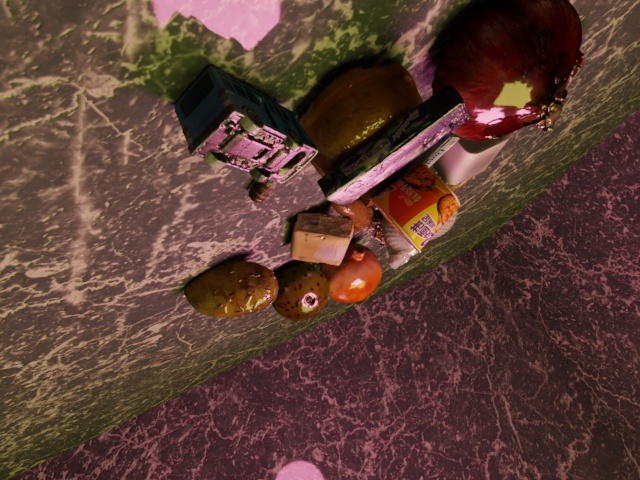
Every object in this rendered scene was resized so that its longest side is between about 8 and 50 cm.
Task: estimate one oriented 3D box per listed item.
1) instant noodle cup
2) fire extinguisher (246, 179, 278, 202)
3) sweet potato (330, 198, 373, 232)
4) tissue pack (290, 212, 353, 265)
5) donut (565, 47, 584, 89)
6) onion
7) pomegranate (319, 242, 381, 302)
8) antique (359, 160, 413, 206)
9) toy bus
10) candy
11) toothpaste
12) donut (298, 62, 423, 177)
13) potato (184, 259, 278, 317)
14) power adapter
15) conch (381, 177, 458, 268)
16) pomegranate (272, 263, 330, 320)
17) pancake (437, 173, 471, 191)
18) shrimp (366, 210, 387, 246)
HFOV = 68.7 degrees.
[{"bbox_3d":[0.267,-0.098,1.293,0.174,0.213,0.213,-43,161,5],"label":"instant noodle cup"},{"bbox_3d":[-0.110,-0.151,1.093,0.064,0.043,0.158,32,125,-22],"label":"fire extinguisher"},{"bbox_3d":[0.116,-0.091,1.538,0.114,0.092,0.341,-9,165,11],"label":"sweet potato"},{"bbox_3d":[0.000,0.000,1.500,0.186,0.090,0.222,8,153,-5],"label":"tissue pack"},{"bbox_3d":[0.621,-0.457,1.333,0.269,0.103,0.270,-27,160,-11],"label":"donut"},{"bbox_3d":[0.427,-0.352,1.022,0.347,0.285,0.348,-24,150,-15],"label":"onion"},{"bbox_3d":[0.125,0.122,1.906,0.252,0.229,0.270,-15,149,-20],"label":"pomegranate"},{"bbox_3d":[0.187,-0.221,1.291,0.087,0.093,0.310,-21,159,-28],"label":"antique"},{"bbox_3d":[-0.122,-0.192,0.818,0.116,0.134,0.234,-38,155,23],"label":"toy bus"},{"bbox_3d":[0.138,-0.175,0.906,0.312,0.061,0.088,-34,156,17],"label":"candy"},{"bbox_3d":[0.268,-0.226,1.425,0.067,0.081,0.336,-8,152,-44],"label":"toothpaste"},{"bbox_3d":[0.098,-0.237,1.024,0.317,0.150,0.299,-15,159,-38],"label":"donut"},{"bbox_3d":[-0.279,0.151,1.460,0.298,0.176,0.141,-6,154,-1],"label":"potato"},{"bbox_3d":[0.486,-0.309,1.482,0.187,0.124,0.255,-27,161,-15],"label":"power adapter"},{"bbox_3d":[0.316,-0.079,1.605,0.319,0.215,0.303,-39,174,15],"label":"conch"},{"bbox_3d":[-0.095,0.210,1.832,0.230,0.231,0.286,-21,175,-27],"label":"pomegranate"},{"bbox_3d":[0.540,-0.255,1.851,0.286,0.033,0.288,-21,160,-30],"label":"pancake"},{"bbox_3d":[0.248,-0.038,1.807,0.116,0.145,0.343,-22,157,23],"label":"shrimp"}]
